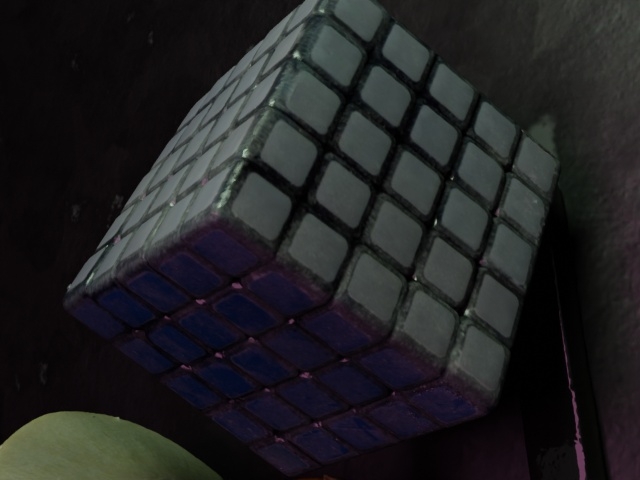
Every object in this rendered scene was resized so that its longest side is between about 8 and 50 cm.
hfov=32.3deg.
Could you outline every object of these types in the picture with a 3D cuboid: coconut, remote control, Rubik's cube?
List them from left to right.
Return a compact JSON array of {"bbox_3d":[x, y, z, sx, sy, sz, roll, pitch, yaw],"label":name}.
[{"bbox_3d":[-0.200,0.307,0.964,0.323,0.323,0.323,-11,74,42],"label":"coconut"},{"bbox_3d":[0.000,0.000,0.803,0.237,0.237,0.238,-28,30,49],"label":"Rubik's cube"},{"bbox_3d":[0.172,0.072,0.848,0.063,0.025,0.245,-18,70,35],"label":"remote control"}]

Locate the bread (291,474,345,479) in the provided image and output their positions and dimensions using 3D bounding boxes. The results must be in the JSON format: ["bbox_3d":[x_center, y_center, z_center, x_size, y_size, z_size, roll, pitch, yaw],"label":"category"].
[{"bbox_3d":[0.013,0.271,0.876,0.158,0.143,0.149,-14,65,41],"label":"bread"}]
